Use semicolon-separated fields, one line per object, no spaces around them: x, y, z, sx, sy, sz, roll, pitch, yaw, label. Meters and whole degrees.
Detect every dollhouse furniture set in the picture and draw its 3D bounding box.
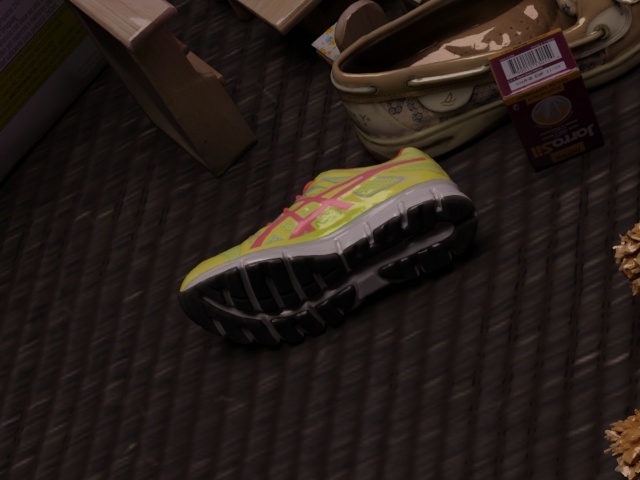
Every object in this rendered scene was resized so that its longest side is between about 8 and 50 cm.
-0.047;-0.195;1.230;0.242;0.161;0.212;-43;50;-9;dollhouse furniture set

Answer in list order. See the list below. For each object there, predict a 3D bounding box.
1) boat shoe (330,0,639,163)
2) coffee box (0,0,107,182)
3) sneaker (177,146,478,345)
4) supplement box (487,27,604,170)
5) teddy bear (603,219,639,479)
0.145;-0.153;1.157;0.285;0.089;0.104;-32;49;1;boat shoe
-0.405;-0.218;1.284;0.338;0.334;0.338;30;72;32;coffee box
0.000;0.000;1.130;0.208;0.081;0.094;-21;43;2;sneaker
0.152;-0.094;1.114;0.055;0.083;0.043;-23;51;9;supplement box
0.291;0.023;0.949;0.245;0.113;0.338;33;74;36;teddy bear
